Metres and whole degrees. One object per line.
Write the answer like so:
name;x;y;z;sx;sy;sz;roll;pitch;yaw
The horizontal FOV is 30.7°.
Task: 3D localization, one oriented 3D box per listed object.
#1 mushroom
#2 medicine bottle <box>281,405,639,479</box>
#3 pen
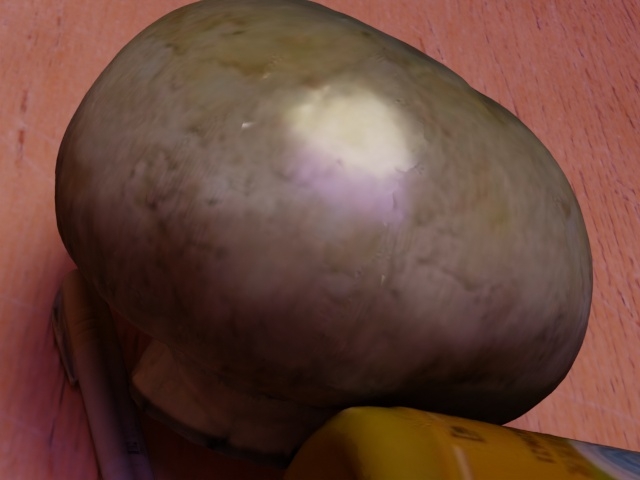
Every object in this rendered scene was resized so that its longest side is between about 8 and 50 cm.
mushroom;0.000;0.000;0.716;0.352;0.260;0.352;25;6;-3
medicine bottle;0.167;0.222;0.588;0.384;0.224;0.224;13;40;-15
pen;-0.132;0.107;0.710;0.040;0.032;0.233;-12;49;-13
